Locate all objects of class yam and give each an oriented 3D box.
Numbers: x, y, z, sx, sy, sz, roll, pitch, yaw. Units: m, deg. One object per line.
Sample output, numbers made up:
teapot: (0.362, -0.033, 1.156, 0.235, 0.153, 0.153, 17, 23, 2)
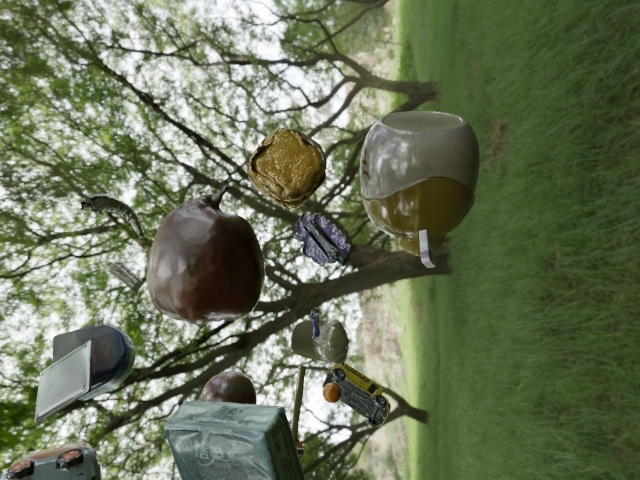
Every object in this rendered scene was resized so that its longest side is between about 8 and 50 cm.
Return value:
yam: (-0.669, 0.123, 1.393, 0.054, 0.132, 0.054, -48, -22, -26)

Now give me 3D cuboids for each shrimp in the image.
shrimp: (-0.909, -0.119, 1.817, 0.287, 0.068, 0.185, 42, -162, -24)

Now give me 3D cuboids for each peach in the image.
peach: (-0.423, 0.739, 1.901, 0.252, 0.253, 0.252, 0, -90, -76)

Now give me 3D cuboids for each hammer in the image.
hammer: (-0.059, 0.399, 0.959, 0.013, 0.062, 0.198, 115, 162, -75)

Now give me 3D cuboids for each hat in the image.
hat: (-0.004, 0.363, 1.435, 0.144, 0.173, 0.166, -6, 78, 60)

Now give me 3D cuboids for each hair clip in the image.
hair clip: (0.000, -0.001, 1.097, 0.124, 0.195, 0.052, -42, -24, -5)

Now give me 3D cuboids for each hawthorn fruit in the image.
hawthorn fruit: (-0.298, 0.062, 1.049, 0.308, 0.308, 0.324, -66, -39, -58)

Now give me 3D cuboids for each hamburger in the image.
hamburger: (-0.125, -0.289, 1.597, 0.158, 0.319, 0.318, 122, 152, -77)

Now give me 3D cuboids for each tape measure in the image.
tape measure: (-0.879, 0.463, 1.596, 0.259, 0.262, 0.138, 60, 160, 24)

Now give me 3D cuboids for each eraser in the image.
eraser: (0.317, 0.024, 1.196, 0.065, 0.026, 0.105, 38, -133, -49)

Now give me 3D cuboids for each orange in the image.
orange: (0.047, 0.645, 1.710, 0.083, 0.084, 0.083, 0, -90, -76)

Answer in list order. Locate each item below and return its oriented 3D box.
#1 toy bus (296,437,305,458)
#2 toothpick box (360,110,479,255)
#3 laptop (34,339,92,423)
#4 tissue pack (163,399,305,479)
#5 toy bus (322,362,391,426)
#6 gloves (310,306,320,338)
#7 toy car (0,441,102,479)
toy bus: (-0.144, 0.778, 1.450, 0.079, 0.174, 0.077, 37, -167, -52)
toothpick box: (0.342, -0.208, 1.412, 0.409, 0.409, 0.425, -67, -22, -57)
laptop: (-0.873, 0.477, 1.374, 0.015, 0.269, 0.187, 41, -158, -51)
tissue pack: (-0.140, 0.457, 0.751, 0.103, 0.228, 0.315, -37, -65, -64)
toy bus: (0.183, 0.714, 1.910, 0.151, 0.331, 0.145, -22, -45, -58)
gloves: (-0.014, 0.236, 1.144, 0.064, 0.026, 0.086, -81, -10, -70)
toy car: (-0.821, 0.729, 1.250, 0.212, 0.271, 0.180, 179, 87, -69)
